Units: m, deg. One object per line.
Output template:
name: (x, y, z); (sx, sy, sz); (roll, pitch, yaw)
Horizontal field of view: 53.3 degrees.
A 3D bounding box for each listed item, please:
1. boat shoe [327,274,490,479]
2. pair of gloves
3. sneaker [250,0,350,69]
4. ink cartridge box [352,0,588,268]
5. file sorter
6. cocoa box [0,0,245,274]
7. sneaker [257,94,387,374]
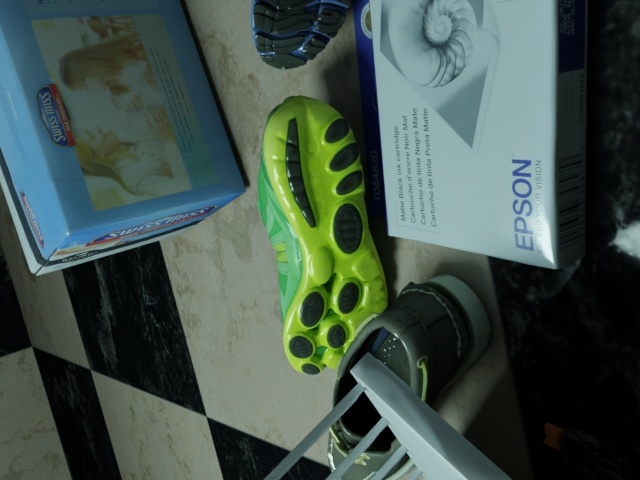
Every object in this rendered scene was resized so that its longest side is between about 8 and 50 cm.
boat shoe: (0.054, 0.156, 0.612); (0.109, 0.091, 0.305); (49, 139, 29)
pair of gloves: (0.206, 0.185, 0.493); (0.074, 0.010, 0.083); (11, 111, 52)
sneaker: (-0.012, -0.255, 0.536); (0.087, 0.083, 0.221); (-112, 33, -61)
ink cartridge box: (0.091, -0.105, 0.488); (0.224, 0.045, 0.223); (13, 115, 51)
file sorter: (0.076, 0.253, 0.454); (0.193, 0.173, 0.277); (37, 165, 38)
cocoa box: (-0.287, -0.166, 0.806); (0.228, 0.231, 0.347); (-23, 86, 54)
sneaker: (0.000, 0.000, 0.631); (0.123, 0.109, 0.295); (-117, 21, -63)
